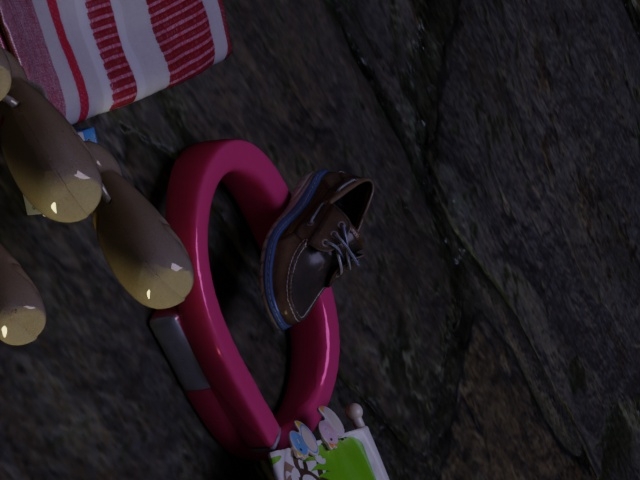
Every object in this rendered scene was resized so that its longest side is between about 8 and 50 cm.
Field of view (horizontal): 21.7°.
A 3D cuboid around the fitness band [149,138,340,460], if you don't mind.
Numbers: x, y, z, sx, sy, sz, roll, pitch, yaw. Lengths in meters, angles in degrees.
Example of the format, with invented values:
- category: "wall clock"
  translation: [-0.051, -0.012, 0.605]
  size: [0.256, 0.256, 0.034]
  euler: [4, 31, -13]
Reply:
- category: "fitness band"
  translation: [-0.057, 0.052, 1.399]
  size: [0.209, 0.054, 0.291]
  euler: [-67, 143, -44]

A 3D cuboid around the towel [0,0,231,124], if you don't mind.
- category: "towel"
  translation: [-0.164, -0.219, 1.254]
  size: [0.329, 0.037, 0.237]
  euler: [-34, 116, -61]

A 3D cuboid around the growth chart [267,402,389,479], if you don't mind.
- category: "growth chart"
  translation: [0.010, 0.230, 1.370]
  size: [0.172, 0.021, 0.237]
  euler: [64, 28, 0]

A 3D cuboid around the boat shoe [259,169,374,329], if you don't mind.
- category: "boat shoe"
  translation: [0.000, 0.000, 1.401]
  size: [0.183, 0.066, 0.066]
  euler: [-72, 145, -44]

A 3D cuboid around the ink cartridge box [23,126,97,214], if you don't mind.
- category: "ink cartridge box"
  translation: [-0.188, -0.047, 1.181]
  size: [0.083, 0.028, 0.048]
  euler: [-32, 114, -61]

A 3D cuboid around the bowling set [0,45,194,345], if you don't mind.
- category: "bowling set"
  translation: [-0.229, -0.027, 1.016]
  size: [0.154, 0.200, 0.287]
  euler: [51, -4, 41]
